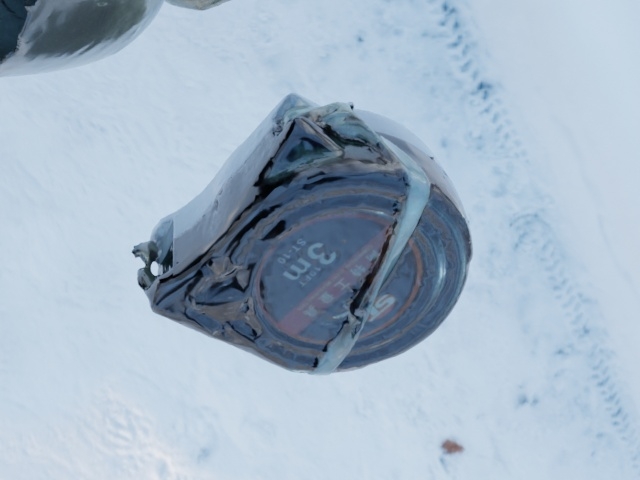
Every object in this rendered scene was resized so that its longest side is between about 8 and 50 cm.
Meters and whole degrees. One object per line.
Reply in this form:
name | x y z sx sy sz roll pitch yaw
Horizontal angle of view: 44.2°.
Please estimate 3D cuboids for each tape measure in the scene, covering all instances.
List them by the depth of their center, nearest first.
tape measure | 0.004 0.002 0.520 0.182 0.107 0.181 -42 124 19

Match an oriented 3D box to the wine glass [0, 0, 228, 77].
wine glass | -0.119 -0.158 0.402 0.126 0.241 0.126 9 117 18
